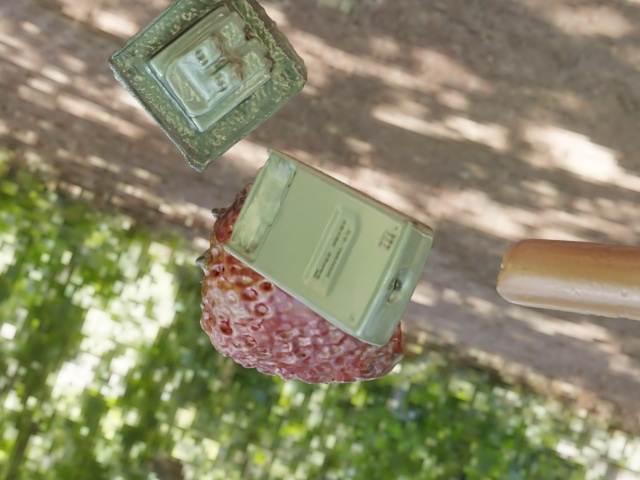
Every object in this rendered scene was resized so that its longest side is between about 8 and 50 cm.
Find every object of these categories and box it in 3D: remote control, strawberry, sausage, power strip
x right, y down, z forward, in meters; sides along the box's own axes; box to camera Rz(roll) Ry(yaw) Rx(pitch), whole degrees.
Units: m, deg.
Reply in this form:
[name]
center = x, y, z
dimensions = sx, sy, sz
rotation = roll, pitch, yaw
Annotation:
[remote control]
center = 0.000, 0.000, 1.503
dimensions = 0.038, 0.123, 0.285
rotation = 22, -177, -35
[strawberry]
center = -0.046, 0.090, 2.431
dimensions = 0.292, 0.292, 0.310
rotation = 34, -163, -48
[sausage]
center = 0.335, 0.046, 1.807
dimensions = 0.289, 0.086, 0.086
rotation = 5, 161, 37
[power strip]
center = -0.137, -0.223, 2.046
dimensions = 0.198, 0.213, 0.064
rotation = 49, 171, -10
